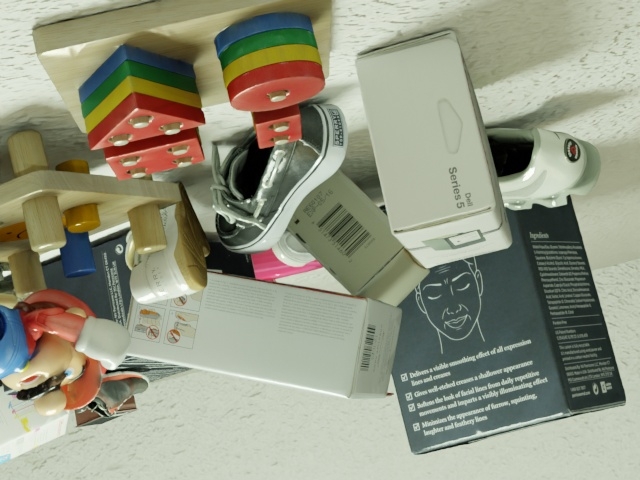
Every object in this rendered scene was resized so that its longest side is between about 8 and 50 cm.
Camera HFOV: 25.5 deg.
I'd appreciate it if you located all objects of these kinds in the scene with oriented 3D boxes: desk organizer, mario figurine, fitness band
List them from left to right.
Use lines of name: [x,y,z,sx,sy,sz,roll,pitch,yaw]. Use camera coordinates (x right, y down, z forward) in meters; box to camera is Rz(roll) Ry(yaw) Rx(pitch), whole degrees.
mario figurine: [-0.336,0.135,1.522,0.198,0.170,0.320,20,-179,30]
desk organizer: [-0.336,0.252,2.187,0.047,0.050,0.130,-3,166,-36]
fitness band: [-0.126,0.058,2.411,0.291,0.054,0.209,-11,169,-22]

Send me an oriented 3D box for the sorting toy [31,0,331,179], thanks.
sorting toy: [-0.111,-0.141,1.311,0.257,0.089,0.255,-13,169,-3]

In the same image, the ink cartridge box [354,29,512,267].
ink cartridge box: [0.130,-0.092,1.566,0.115,0.198,0.273,-14,169,9]

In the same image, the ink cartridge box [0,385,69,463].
ink cartridge box: [-0.464,0.273,2.213,0.143,0.090,0.092,-24,161,-25]

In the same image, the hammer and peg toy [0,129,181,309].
hammer and peg toy: [-0.364,-0.008,1.584,0.361,0.127,0.266,-19,170,28]

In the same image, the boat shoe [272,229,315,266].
boat shoe: [0.000,0.000,2.255,0.184,0.066,0.063,1,148,-46]

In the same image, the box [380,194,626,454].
box: [0.266,0.110,2.241,0.293,0.395,0.212,-20,169,34]

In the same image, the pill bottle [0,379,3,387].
pill bottle: [-0.585,0.186,2.206,0.161,0.161,0.283,-21,167,34]

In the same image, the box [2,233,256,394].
box: [-0.291,0.115,2.149,0.294,0.183,0.296,-20,166,30]

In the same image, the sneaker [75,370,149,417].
sneaker: [-0.309,0.227,2.050,0.061,0.065,0.158,-19,166,35]

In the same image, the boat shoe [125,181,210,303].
boat shoe: [-0.195,0.003,1.720,0.096,0.098,0.277,-24,-164,4]

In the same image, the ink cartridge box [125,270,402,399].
ink cartridge box: [-0.063,0.121,1.868,0.309,0.130,0.272,9,176,15]

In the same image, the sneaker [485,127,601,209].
sneaker: [0.207,-0.092,1.951,0.330,0.122,0.146,-21,149,38]

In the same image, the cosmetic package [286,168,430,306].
cosmetic package: [0.055,0.008,2.029,0.113,0.160,0.309,-45,168,1]

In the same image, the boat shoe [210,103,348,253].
boat shoe: [-0.078,-0.068,1.675,0.105,0.113,0.306,0,162,-27]

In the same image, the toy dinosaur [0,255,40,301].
toy dinosaur: [-0.457,0.049,1.878,0.160,0.121,0.313,-2,174,3]
